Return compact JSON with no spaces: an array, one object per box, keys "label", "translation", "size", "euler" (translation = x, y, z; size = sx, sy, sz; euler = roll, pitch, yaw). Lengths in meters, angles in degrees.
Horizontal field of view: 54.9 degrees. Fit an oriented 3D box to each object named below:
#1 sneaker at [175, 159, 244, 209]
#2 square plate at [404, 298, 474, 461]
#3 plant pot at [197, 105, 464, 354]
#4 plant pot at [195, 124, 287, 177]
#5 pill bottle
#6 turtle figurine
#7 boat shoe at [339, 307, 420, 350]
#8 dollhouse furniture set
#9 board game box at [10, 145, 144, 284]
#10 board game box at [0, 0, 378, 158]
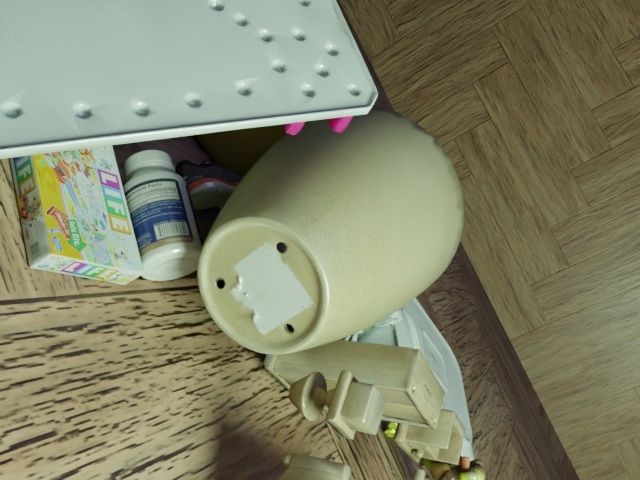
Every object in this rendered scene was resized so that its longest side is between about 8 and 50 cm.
[{"label":"sneaker","translation":[-0.124,-0.075,0.782],"size":[0.065,0.061,0.158],"euler":[60,17,15]},{"label":"square plate","translation":[0.203,0.241,1.194],"size":[0.347,0.049,0.344],"euler":[53,20,-23]},{"label":"plant pot","translation":[0.000,0.000,0.643],"size":[0.257,0.256,0.274],"euler":[60,27,-5]},{"label":"plant pot","translation":[-0.076,-0.201,0.884],"size":[0.187,0.212,0.212],"euler":[32,33,-31]},{"label":"pill bottle","translation":[-0.159,-0.026,0.609],"size":[0.067,0.067,0.120],"euler":[25,41,-60]},{"label":"turtle figurine","translation":[0.178,0.313,0.836],"size":[0.270,0.087,0.217],"euler":[91,-25,-47]},{"label":"boat shoe","translation":[0.050,0.088,0.926],"size":[0.103,0.118,0.321],"euler":[33,30,-44]},{"label":"dollhouse furniture set","translation":[-0.003,0.289,0.617],"size":[0.303,0.173,0.356],"euler":[56,46,-45]},{"label":"board game box","translation":[-0.217,-0.041,0.543],"size":[0.103,0.026,0.154],"euler":[23,42,-61]},{"label":"board game box","translation":[-0.192,-0.236,0.491],"size":[0.389,0.050,0.390],"euler":[-13,71,-28]}]
